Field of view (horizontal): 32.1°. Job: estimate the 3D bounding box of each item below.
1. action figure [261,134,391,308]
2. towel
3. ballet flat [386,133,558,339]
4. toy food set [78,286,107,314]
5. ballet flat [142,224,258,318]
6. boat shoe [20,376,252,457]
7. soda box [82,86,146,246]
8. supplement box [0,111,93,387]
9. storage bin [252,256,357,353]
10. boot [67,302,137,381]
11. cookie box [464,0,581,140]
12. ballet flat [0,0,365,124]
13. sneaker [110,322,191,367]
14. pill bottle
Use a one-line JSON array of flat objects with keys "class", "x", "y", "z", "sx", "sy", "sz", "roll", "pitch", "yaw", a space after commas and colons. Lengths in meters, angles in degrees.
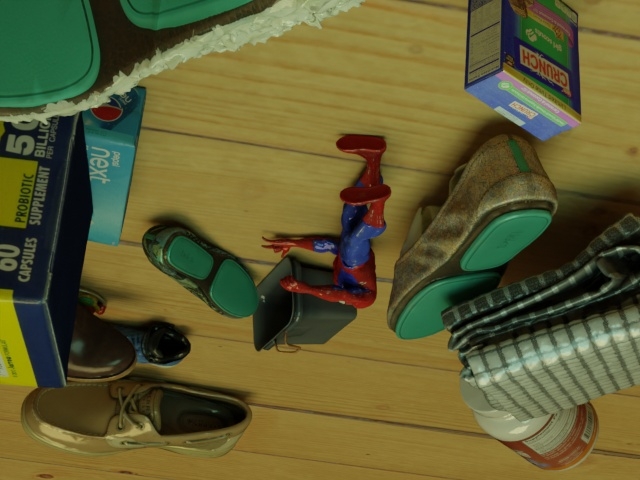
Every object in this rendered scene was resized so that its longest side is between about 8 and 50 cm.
[{"class": "action figure", "x": 0.000, "y": 0.000, "z": 1.166, "sx": 0.139, "sy": 0.091, "sz": 0.280, "roll": -2, "pitch": 151, "yaw": 1}, {"class": "towel", "x": 0.268, "y": 0.091, "z": 1.164, "sx": 0.235, "sy": 0.121, "sz": 0.284, "roll": -21, "pitch": 157, "yaw": 15}, {"class": "ballet flat", "x": 0.142, "y": -0.003, "z": 1.112, "sx": 0.108, "sy": 0.106, "sz": 0.316, "roll": -2, "pitch": 154, "yaw": -23}, {"class": "toy food set", "x": -0.322, "y": 0.082, "z": 1.452, "sx": 0.083, "sy": 0.020, "sz": 0.082, "roll": -1, "pitch": 151, "yaw": 13}, {"class": "ballet flat", "x": -0.141, "y": 0.033, "z": 1.298, "sx": 0.070, "sy": 0.070, "sz": 0.188, "roll": -9, "pitch": 146, "yaw": 26}, {"class": "boat shoe", "x": -0.274, "y": 0.255, "z": 1.678, "sx": 0.341, "sy": 0.121, "sz": 0.110, "roll": 6, "pitch": 149, "yaw": -22}, {"class": "soda box", "x": -0.221, "y": -0.073, "z": 1.096, "sx": 0.071, "sy": 0.067, "sz": 0.210, "roll": 11, "pitch": 151, "yaw": -9}, {"class": "supplement box", "x": -0.392, "y": -0.006, "z": 0.960, "sx": 0.357, "sy": 0.194, "sz": 0.195, "roll": 5, "pitch": 151, "yaw": -5}, {"class": "storage bin", "x": -0.017, "y": 0.087, "z": 1.335, "sx": 0.091, "sy": 0.098, "sz": 0.135, "roll": 6, "pitch": 154, "yaw": -21}, {"class": "boot", "x": -0.338, "y": 0.076, "z": 1.341, "sx": 0.248, "sy": 0.090, "sz": 0.207, "roll": 22, "pitch": 149, "yaw": 2}, {"class": "cookie box", "x": 0.155, "y": -0.144, "z": 0.846, "sx": 0.092, "sy": 0.107, "sz": 0.040, "roll": 26, "pitch": 146, "yaw": -33}, {"class": "ballet flat", "x": -0.131, "y": -0.172, "z": 0.841, "sx": 0.409, "sy": 0.147, "sz": 0.147, "roll": -8, "pitch": 149, "yaw": 26}, {"class": "sneaker", "x": -0.250, "y": 0.138, "z": 1.500, "sx": 0.152, "sy": 0.058, "sz": 0.084, "roll": 14, "pitch": 157, "yaw": -23}, {"class": "pill bottle", "x": 0.277, "y": 0.223, "z": 1.491, "sx": 0.121, "sy": 0.121, "sz": 0.216, "roll": -14, "pitch": 145, "yaw": 33}]
